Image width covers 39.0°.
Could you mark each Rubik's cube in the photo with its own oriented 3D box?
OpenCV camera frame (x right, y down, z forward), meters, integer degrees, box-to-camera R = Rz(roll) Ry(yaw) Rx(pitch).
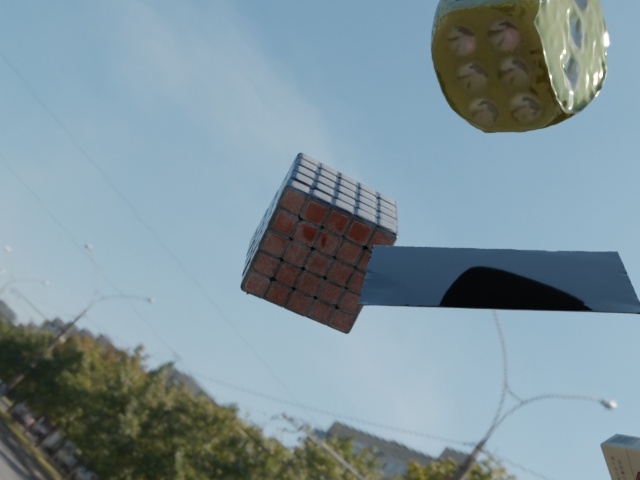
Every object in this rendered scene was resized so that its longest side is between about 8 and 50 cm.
[{"bbox_3d":[0.000,0.000,1.758,0.238,0.237,0.237,25,21,-8],"label":"Rubik's cube"}]

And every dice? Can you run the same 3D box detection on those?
[{"bbox_3d":[0.339,-0.335,1.545,0.227,0.233,0.238,1,-55,40],"label":"dice"}]

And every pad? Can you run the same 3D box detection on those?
[{"bbox_3d":[0.244,0.051,1.264,0.368,0.247,0.007,1,-72,9],"label":"pad"}]

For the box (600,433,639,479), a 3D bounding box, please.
[{"bbox_3d":[0.492,0.344,1.328,0.152,0.048,0.100,-11,-79,60],"label":"box"}]
